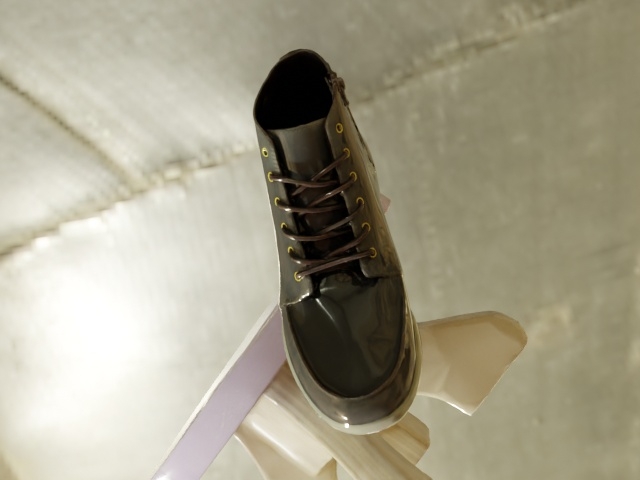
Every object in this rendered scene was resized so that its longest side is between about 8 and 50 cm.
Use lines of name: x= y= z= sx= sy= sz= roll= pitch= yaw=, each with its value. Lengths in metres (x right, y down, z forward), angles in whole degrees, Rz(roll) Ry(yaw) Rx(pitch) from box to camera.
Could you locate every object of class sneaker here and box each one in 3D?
sneaker: x=0.000 y=0.000 z=1.098 sx=0.083 sy=0.222 sz=0.118 roll=-16 pitch=144 yaw=5

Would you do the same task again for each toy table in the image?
toy table: x=0.011 y=0.116 z=1.308 sx=0.161 sy=0.252 sz=0.274 roll=36 pitch=107 yaw=-2
